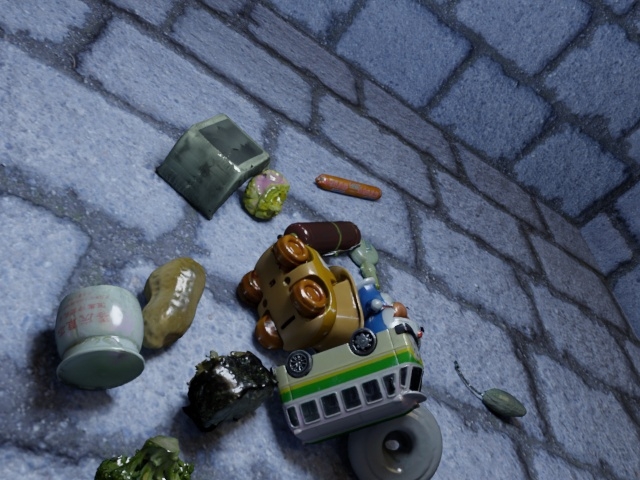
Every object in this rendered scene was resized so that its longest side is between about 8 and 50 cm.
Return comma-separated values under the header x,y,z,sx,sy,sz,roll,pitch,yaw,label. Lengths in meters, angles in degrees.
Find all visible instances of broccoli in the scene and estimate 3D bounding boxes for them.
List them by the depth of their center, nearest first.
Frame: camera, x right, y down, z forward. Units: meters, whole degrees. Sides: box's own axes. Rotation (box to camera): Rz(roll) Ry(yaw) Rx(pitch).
x,y,z,sx,sy,sz,roll,pitch,yaw,label
-0.267,0.377,0.931,0.146,0.137,0.162,29,2,44,broccoli

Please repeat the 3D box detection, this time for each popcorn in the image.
x,y,z,sx,sy,sz,roll,pitch,yaw,label
-0.156,-0.131,1.700,0.126,0.126,0.145,13,67,-18,popcorn

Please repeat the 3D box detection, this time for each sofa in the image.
x,y,z,sx,sy,sz,roll,pitch,yaw,label
-0.277,-0.206,1.600,0.210,0.176,0.225,41,30,-2,sofa

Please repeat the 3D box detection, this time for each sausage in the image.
x,y,z,sx,sy,sz,roll,pitch,yaw,label
0.109,-0.190,2.137,0.348,0.053,0.053,8,45,-44,sausage

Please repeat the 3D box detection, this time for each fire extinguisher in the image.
x,y,z,sx,sy,sz,roll,pitch,yaw,label
0.000,0.000,1.710,0.142,0.105,0.341,15,12,33,fire extinguisher

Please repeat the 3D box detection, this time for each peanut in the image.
x,y,z,sx,sy,sz,roll,pitch,yaw,label
-0.311,0.128,1.219,0.120,0.110,0.236,53,32,-26,peanut

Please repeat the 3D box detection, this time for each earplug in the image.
x,y,z,sx,sy,sz,roll,pitch,yaw,label
0.148,0.403,1.347,0.214,0.175,0.325,-6,55,-12,earplug

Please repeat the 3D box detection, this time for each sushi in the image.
x,y,z,sx,sy,sz,roll,pitch,yaw,label
-0.182,0.286,1.151,0.115,0.147,0.212,46,13,18,sushi

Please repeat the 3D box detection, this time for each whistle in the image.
x,y,z,sx,sy,sz,roll,pitch,yaw,label
0.148,0.073,1.851,0.104,0.057,0.198,22,35,-32,whistle

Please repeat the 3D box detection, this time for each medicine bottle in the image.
x,y,z,sx,sy,sz,roll,pitch,yaw,label
-0.383,0.172,1.036,0.147,0.147,0.143,17,41,-36,medicine bottle

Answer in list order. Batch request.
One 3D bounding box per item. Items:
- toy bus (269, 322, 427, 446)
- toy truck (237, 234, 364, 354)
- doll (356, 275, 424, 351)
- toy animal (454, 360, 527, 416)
x,y,z,sx,sy,sz,roll,pitch,yaw,label
0.070,0.300,1.236,0.143,0.306,0.179,54,17,-59,toy bus
-0.046,0.140,1.406,0.212,0.204,0.288,14,41,-43,toy truck
0.179,0.222,1.612,0.215,0.161,0.256,47,15,-50,doll
0.503,0.459,1.787,0.253,0.070,0.079,32,-5,5,toy animal
